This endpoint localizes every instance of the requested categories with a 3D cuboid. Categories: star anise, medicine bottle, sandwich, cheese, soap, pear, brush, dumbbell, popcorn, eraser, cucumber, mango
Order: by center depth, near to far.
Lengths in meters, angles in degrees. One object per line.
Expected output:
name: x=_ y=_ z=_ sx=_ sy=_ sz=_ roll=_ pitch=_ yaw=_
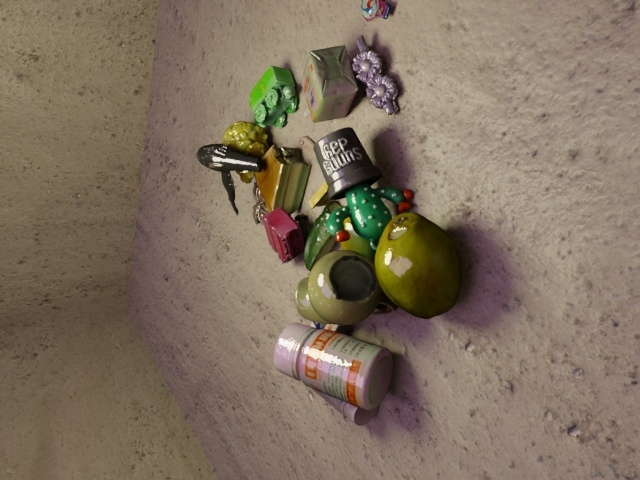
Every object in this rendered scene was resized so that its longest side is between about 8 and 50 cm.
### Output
pear: x=0.284 y=0.077 z=1.467 sx=0.269 sy=0.269 sz=0.321 roll=-9 pitch=106 yaw=51
cheese: x=0.178 y=-0.762 z=1.636 sx=0.145 sy=0.038 sz=0.095 roll=43 pitch=127 yaw=40
soap: x=0.028 y=-0.536 z=1.732 sx=0.199 sy=0.138 sz=0.182 roll=127 pitch=128 yaw=-73
mango: x=0.146 y=0.015 z=1.737 sx=0.156 sy=0.114 sz=0.251 roll=-12 pitch=101 yaw=33
medicine bottle: x=0.043 y=0.430 z=1.763 sx=0.388 sy=0.219 sz=0.219 roll=13 pitch=105 yaw=33
soap: x=0.057 y=-0.202 z=1.825 sx=0.252 sy=0.092 sz=0.037 roll=-46 pitch=63 yaw=44
medicine bottle: x=0.087 y=0.569 z=1.867 sx=0.249 sy=0.133 sz=0.133 roll=27 pitch=116 yaw=47
eraser: x=0.055 y=0.290 z=1.906 sx=0.124 sy=0.081 sz=0.279 roll=52 pitch=132 yaw=33
brush: x=-0.008 y=-0.329 z=1.914 sx=0.313 sy=0.067 sz=0.072 roll=44 pitch=128 yaw=41
cucumber: x=-0.003 y=-0.002 z=1.926 sx=0.145 sy=0.105 sz=0.325 roll=56 pitch=137 yaw=29
sandwich: x=-0.139 y=-0.245 z=2.010 sx=0.198 sy=0.155 sz=0.227 roll=-39 pitch=65 yaw=47
soap: x=-0.146 y=-0.003 z=2.013 sx=0.162 sy=0.099 sz=0.250 roll=41 pitch=156 yaw=30
dumbbell: x=-0.069 y=-0.048 z=2.036 sx=0.046 sy=0.052 sz=0.118 roll=-19 pitch=77 yaw=9
popcorn: x=-0.319 y=-0.380 z=2.165 sx=0.237 sy=0.205 sz=0.252 roll=143 pitch=121 yaw=-61
star anise: x=-0.247 y=-0.157 z=2.225 sx=0.197 sy=0.073 sz=0.212 roll=32 pitch=122 yaw=49

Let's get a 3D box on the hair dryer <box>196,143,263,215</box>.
hair dryer: x=-0.352 y=-0.239 z=2.094 sx=0.303 sy=0.120 sz=0.359 roll=14 pitch=137 yaw=21

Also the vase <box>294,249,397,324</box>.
vase: x=0.101 y=0.185 z=1.669 sx=0.302 sy=0.329 sz=0.241 roll=128 pitch=157 yaw=-63

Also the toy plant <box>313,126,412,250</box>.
toy plant: x=0.114 y=-0.152 z=1.609 sx=0.185 sy=0.279 sz=0.400 roll=-31 pitch=83 yaw=57

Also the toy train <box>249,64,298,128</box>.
toy train: x=-0.196 y=-0.583 z=2.060 sx=0.243 sy=0.132 sz=0.188 roll=-38 pitch=61 yaw=44

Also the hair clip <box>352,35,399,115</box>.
hair clip: x=0.178 y=-0.535 z=1.642 sx=0.106 sy=0.084 sz=0.292 roll=-29 pitch=75 yaw=24
